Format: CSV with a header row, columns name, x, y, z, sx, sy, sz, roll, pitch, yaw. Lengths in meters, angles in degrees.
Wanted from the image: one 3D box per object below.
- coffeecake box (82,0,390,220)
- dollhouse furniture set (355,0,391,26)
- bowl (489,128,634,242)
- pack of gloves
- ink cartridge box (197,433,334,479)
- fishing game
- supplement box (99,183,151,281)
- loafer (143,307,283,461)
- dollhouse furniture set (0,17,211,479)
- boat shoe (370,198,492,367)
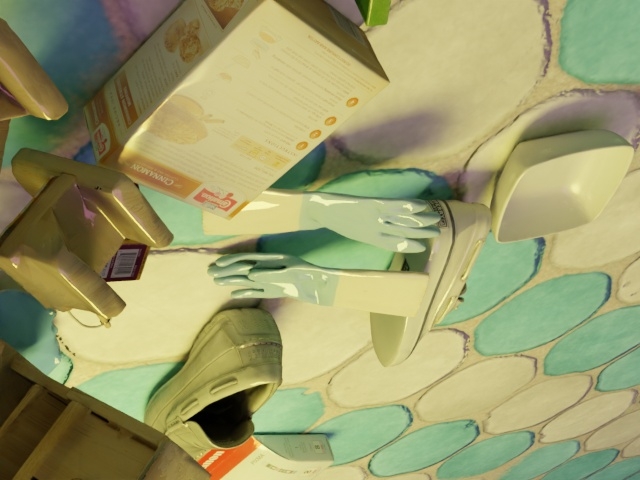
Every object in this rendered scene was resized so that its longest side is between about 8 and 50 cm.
name,x,y,z,sx,sy,sz,roll,pitch,yaw
coffeecake box,-0.065,-0.111,0.652,0.185,0.068,0.142,-38,144,24
dollhouse furniture set,0.097,-0.203,0.624,0.151,0.059,0.076,-12,146,-15
bowl,0.250,-0.065,0.915,0.142,0.053,0.142,-12,147,-15
pack of gloves,0.000,0.000,0.855,0.232,0.046,0.195,6,145,-2
ink cartridge box,-0.122,0.368,1.322,0.232,0.066,0.189,8,137,-44
fishing game,-0.336,0.115,0.813,0.264,0.041,0.189,-35,144,-13
supplement box,-0.175,-0.014,0.715,0.043,0.083,0.055,-2,142,-27
loafer,-0.135,0.208,1.029,0.112,0.111,0.319,1,141,-30
dollhouse furniture set,-0.294,0.100,0.591,0.362,0.256,0.394,-57,140,-23
boat shoe,0.124,0.053,0.982,0.088,0.096,0.268,-4,135,-18
